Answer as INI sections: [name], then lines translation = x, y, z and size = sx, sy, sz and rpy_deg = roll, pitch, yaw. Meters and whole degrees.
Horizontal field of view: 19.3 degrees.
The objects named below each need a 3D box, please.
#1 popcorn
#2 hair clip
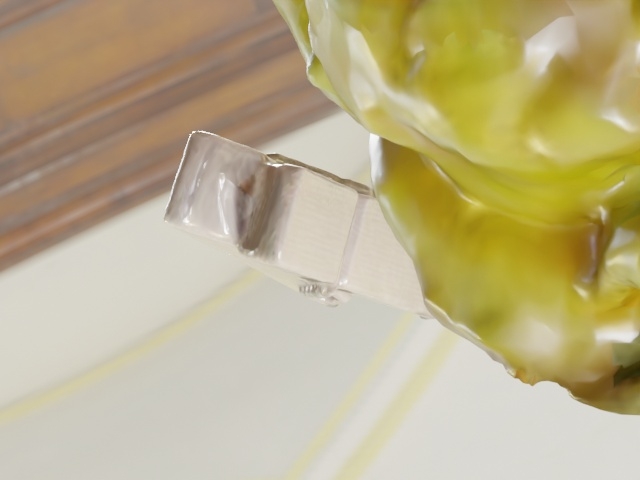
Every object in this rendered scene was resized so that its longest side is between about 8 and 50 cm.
[popcorn]
translation = 0.142, -0.106, 0.767
size = 0.325, 0.321, 0.290
rpy_deg = -41, 178, -40
[hair clip]
translation = 0.001, -0.004, 1.248
size = 0.101, 0.331, 0.085
rpy_deg = 20, -94, 21
